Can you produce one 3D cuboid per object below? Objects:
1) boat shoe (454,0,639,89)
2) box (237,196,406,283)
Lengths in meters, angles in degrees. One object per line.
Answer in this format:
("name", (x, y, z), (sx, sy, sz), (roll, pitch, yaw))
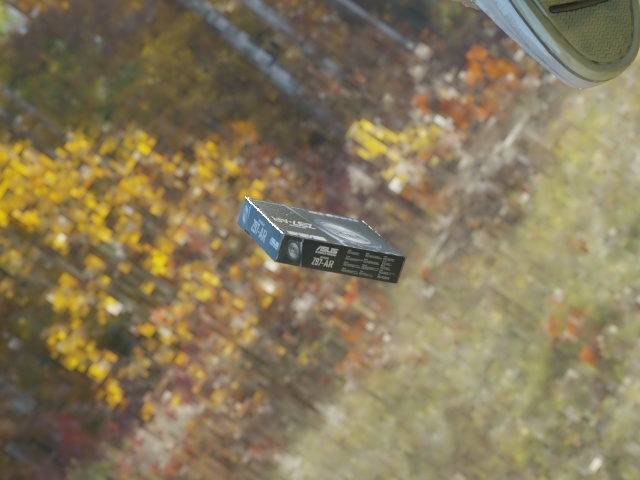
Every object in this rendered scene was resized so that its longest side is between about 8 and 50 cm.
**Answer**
("boat shoe", (0.133, -0.233, 1.237), (0.113, 0.302, 0.103), (-23, -16, -29))
("box", (0.000, 0.000, 0.966), (0.067, 0.083, 0.018), (43, 119, 60))
